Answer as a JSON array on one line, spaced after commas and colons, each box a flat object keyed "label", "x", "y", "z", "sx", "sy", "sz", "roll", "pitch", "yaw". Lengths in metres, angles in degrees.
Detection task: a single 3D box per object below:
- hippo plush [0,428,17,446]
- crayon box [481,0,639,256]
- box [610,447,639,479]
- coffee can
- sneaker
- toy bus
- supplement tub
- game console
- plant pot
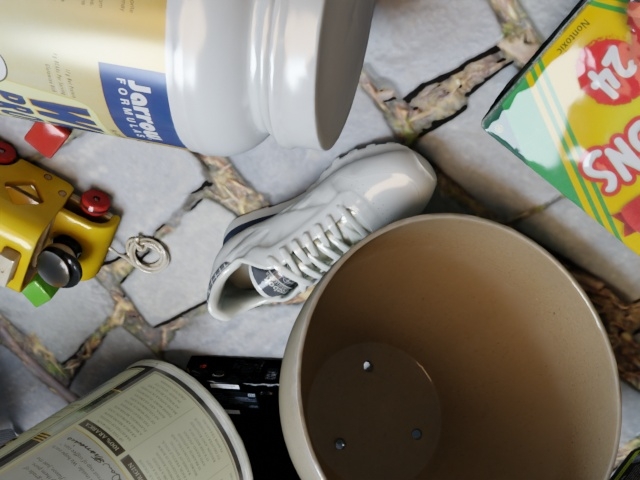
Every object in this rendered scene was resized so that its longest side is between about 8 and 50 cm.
[{"label": "hippo plush", "x": -0.480, "y": 0.191, "z": 1.184, "sx": 0.236, "sy": 0.234, "sz": 0.294, "roll": -1, "pitch": 164, "yaw": 12}, {"label": "crayon box", "x": 0.303, "y": -0.064, "z": 0.815, "sx": 0.318, "sy": 0.081, "sz": 0.202, "roll": 38, "pitch": 127, "yaw": 0}, {"label": "box", "x": 0.322, "y": 0.207, "z": 0.914, "sx": 0.216, "sy": 0.270, "sz": 0.060, "roll": -29, "pitch": 85, "yaw": 31}, {"label": "coffee can", "x": -0.227, "y": 0.263, "z": 1.085, "sx": 0.201, "sy": 0.275, "sz": 0.202, "roll": 22, "pitch": 126, "yaw": 34}, {"label": "sneaker", "x": 0.000, "y": 0.000, "z": 0.978, "sx": 0.235, "sy": 0.095, "sz": 0.090, "roll": -31, "pitch": 109, "yaw": 31}, {"label": "toy bus", "x": -0.277, "y": -0.005, "z": 1.055, "sx": 0.202, "sy": 0.104, "sz": 0.191, "roll": -11, "pitch": 120, "yaw": 25}, {"label": "supplement tub", "x": -0.130, "y": -0.185, "z": 0.803, "sx": 0.316, "sy": 0.228, "sz": 0.228, "roll": 11, "pitch": 127, "yaw": 10}, {"label": "game console", "x": 0.033, "y": 0.217, "z": 1.153, "sx": 0.361, "sy": 0.044, "sz": 0.213, "roll": 2, "pitch": 125, "yaw": 18}, {"label": "plant pot", "x": 0.082, "y": 0.137, "z": 0.967, "sx": 0.284, "sy": 0.284, "sz": 0.191, "roll": 36, "pitch": 156, "yaw": -9}]
